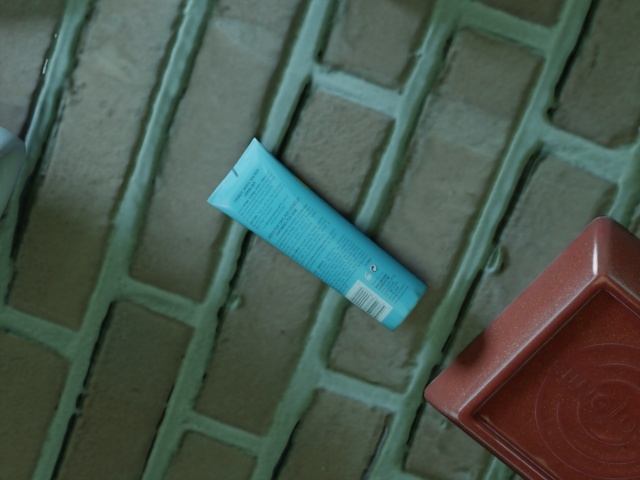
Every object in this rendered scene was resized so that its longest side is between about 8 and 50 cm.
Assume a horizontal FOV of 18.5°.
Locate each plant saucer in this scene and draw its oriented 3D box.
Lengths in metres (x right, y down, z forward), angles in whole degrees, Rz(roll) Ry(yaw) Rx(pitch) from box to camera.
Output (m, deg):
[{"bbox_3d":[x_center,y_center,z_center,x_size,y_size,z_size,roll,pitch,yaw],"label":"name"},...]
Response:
[{"bbox_3d":[0.265,0.148,1.773,0.258,0.048,0.259,39,118,-7],"label":"plant saucer"}]

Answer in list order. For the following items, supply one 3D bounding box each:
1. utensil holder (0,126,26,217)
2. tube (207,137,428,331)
[{"bbox_3d":[-0.506,-0.046,1.703,0.385,0.327,0.327,31,118,0],"label":"utensil holder"},{"bbox_3d":[0.000,0.000,1.764,0.207,0.052,0.080,38,112,0],"label":"tube"}]
